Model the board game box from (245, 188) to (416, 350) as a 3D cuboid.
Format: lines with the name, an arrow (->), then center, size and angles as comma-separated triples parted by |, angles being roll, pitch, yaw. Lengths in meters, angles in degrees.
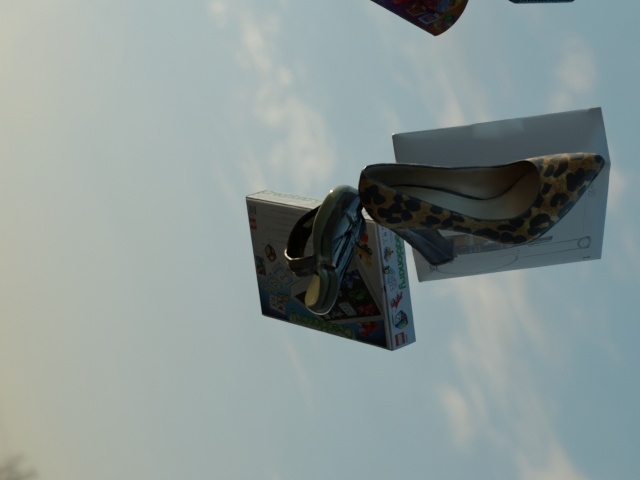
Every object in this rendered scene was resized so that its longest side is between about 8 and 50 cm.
board game box -> 0.010, 0.038, 2.399 | 0.305, 0.053, 0.193 | 12, -65, 50

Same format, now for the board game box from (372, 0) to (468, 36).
board game box -> 0.103, -0.322, 1.946 | 0.168, 0.033, 0.133 | 34, -57, 29

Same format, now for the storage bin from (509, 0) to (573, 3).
storage bin -> 0.229, -0.321, 1.724 | 0.084, 0.180, 0.122 | -42, -105, 31

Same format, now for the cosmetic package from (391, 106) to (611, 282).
cosmetic package -> 0.261, -0.057, 2.350 | 0.377, 0.284, 0.097 | 69, 12, -68

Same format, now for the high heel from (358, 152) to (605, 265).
high heel -> 0.180, -0.069, 1.895 | 0.186, 0.261, 0.093 | 40, 33, -41

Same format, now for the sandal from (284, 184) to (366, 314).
sandal -> 0.001, -0.002, 2.088 | 0.086, 0.120, 0.303 | 21, -22, 7
